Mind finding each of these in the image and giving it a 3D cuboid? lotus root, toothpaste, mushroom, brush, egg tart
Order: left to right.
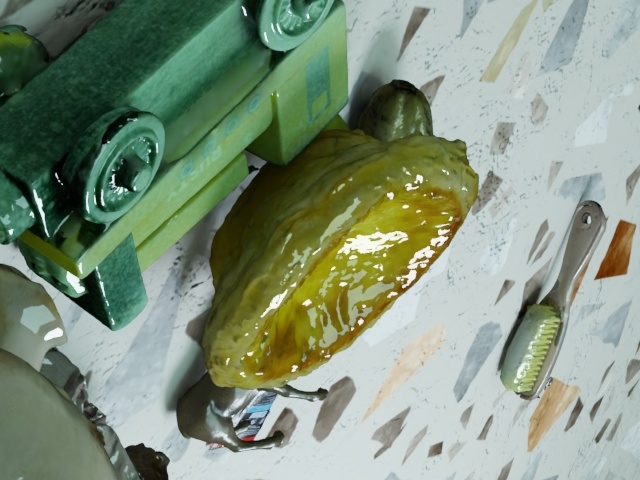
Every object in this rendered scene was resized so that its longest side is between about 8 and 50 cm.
[{"bbox_3d":[-0.282,0.161,1.157,0.297,0.298,0.290,87,8,-46],"label":"mushroom"},{"bbox_3d":[-0.063,0.148,1.705,0.071,0.045,0.193,-3,125,-48],"label":"toothpaste"},{"bbox_3d":[0.000,0.000,1.451,0.319,0.128,0.319,-35,156,-18],"label":"egg tart"},{"bbox_3d":[0.077,-0.089,1.661,0.089,0.080,0.179,1,119,-12],"label":"lotus root"},{"bbox_3d":[0.330,0.087,2.261,0.067,0.072,0.312,5,112,-45],"label":"brush"}]

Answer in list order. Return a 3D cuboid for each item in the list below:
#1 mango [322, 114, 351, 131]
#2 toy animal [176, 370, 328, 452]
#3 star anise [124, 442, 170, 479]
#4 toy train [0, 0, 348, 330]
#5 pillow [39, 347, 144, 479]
[{"bbox_3d":[0.000,-0.063,1.567,0.091,0.074,0.165,-45,148,-28],"label":"mango"},{"bbox_3d":[-0.072,0.122,1.599,0.214,0.093,0.186,-48,127,7],"label":"toy animal"},{"bbox_3d":[-0.185,0.281,1.419,0.223,0.236,0.109,-43,149,-29],"label":"star anise"},{"bbox_3d":[-0.122,-0.108,1.254,0.397,0.160,0.253,-46,155,-25],"label":"toy train"},{"bbox_3d":[-0.225,0.185,1.319,0.135,0.049,0.248,-39,104,-38],"label":"pillow"}]
